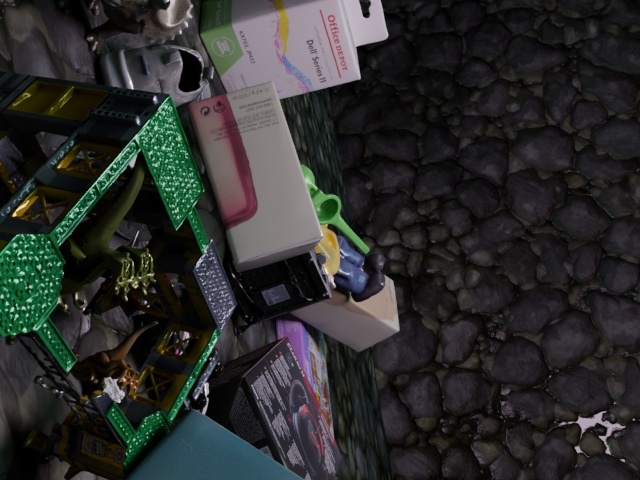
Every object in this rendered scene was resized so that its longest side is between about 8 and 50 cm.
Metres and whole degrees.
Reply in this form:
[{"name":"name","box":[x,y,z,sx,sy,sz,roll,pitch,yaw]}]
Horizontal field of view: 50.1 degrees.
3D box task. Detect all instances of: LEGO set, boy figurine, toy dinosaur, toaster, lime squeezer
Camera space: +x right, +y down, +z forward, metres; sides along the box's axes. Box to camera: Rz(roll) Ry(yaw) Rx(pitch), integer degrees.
[{"name":"LEGO set","box":[-0.214,0.027,0.545,0.331,0.192,0.255,72,35,-54]},{"name":"boy figurine","box":[0.000,0.000,1.277,0.285,0.092,0.177,38,39,-32]},{"name":"toy dinosaur","box":[-0.222,-0.323,0.832,0.121,0.160,0.314,68,15,-46]},{"name":"toaster","box":[-0.088,0.040,1.148,0.110,0.185,0.168,-87,154,-65]},{"name":"lime squeezer","box":[-0.020,-0.070,1.136,0.310,0.059,0.110,43,-17,-14]}]

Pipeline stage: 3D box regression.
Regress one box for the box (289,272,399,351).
[{"name":"box","box":[0.018,0.097,1.424,0.311,0.121,0.148,33,38,-36]}]

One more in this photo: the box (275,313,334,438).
[{"name":"box","box":[-0.036,0.267,1.463,0.201,0.057,0.293,62,19,-56]}]

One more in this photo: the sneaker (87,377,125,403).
[{"name":"sneaker","box":[-0.214,0.157,0.680,0.037,0.031,0.083,-34,107,-65]}]

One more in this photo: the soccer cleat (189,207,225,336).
[{"name":"soccer cleat","box":[-0.172,0.036,0.954,0.076,0.068,0.196,53,29,-61]}]

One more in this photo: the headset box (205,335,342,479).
[{"name":"headset box","box":[-0.072,0.274,0.982,0.218,0.110,0.293,65,10,0]}]

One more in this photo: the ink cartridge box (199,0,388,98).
[{"name":"ink cartridge box","box":[-0.043,-0.415,1.398,0.207,0.353,0.119,66,15,-48]}]

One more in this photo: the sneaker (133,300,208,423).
[{"name":"sneaker","box":[-0.180,0.134,0.797,0.075,0.063,0.170,42,32,-74]}]

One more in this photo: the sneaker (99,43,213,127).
[{"name":"sneaker","box":[-0.197,-0.215,0.969,0.281,0.115,0.105,-49,126,-78]}]

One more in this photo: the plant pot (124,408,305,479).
[{"name":"plant pot","box":[-0.113,0.284,0.496,0.234,0.165,0.166,-37,146,-47]}]

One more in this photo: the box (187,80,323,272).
[{"name":"box","box":[-0.095,-0.085,0.987,0.148,0.126,0.232,126,-53,-80]}]

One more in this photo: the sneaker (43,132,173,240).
[{"name":"sneaker","box":[-0.223,-0.109,0.741,0.256,0.094,0.151,80,7,-71]}]
